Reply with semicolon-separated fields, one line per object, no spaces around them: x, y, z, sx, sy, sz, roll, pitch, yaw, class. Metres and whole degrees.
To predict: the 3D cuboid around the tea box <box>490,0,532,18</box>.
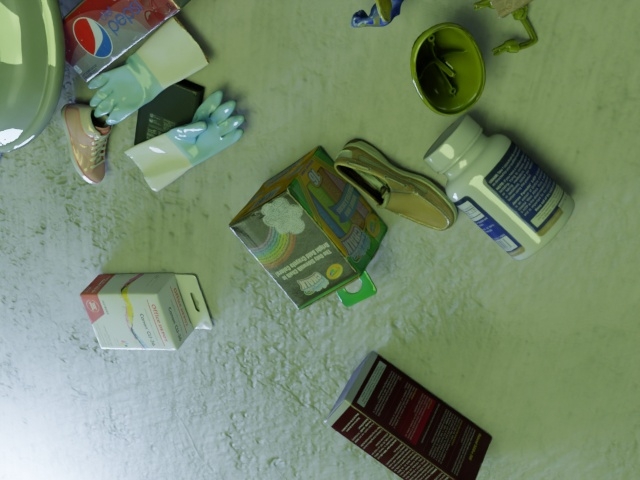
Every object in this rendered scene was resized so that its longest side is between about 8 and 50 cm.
0.280;-0.430;1.076;0.329;0.323;0.220;-27;107;37;tea box

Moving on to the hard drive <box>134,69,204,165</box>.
-0.226;-0.184;1.675;0.094;0.022;0.135;23;129;10;hard drive

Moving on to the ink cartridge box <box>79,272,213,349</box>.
-0.289;0.119;1.880;0.198;0.067;0.115;-3;120;26;ink cartridge box

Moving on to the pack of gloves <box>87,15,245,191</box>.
-0.233;-0.184;1.634;0.232;0.046;0.195;-28;108;36;pack of gloves

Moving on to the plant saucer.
-0.537;-0.310;1.618;0.400;0.100;0.400;15;117;32;plant saucer

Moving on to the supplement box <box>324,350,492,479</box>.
0.139;0.296;1.757;0.239;0.130;0.073;36;129;1;supplement box

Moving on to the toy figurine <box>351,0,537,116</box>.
0.087;-0.347;1.371;0.217;0.191;0.362;35;164;50;toy figurine

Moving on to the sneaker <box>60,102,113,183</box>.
-0.349;-0.149;1.738;0.070;0.051;0.134;0;118;31;sneaker

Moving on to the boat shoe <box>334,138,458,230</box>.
0.100;-0.063;1.569;0.190;0.072;0.068;30;129;4;boat shoe

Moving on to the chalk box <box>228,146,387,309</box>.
0.000;0.000;1.624;0.132;0.132;0.213;-30;107;36;chalk box

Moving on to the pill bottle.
0.230;-0.073;1.477;0.187;0.112;0.112;43;129;-6;pill bottle

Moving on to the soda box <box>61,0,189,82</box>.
-0.266;-0.316;1.529;0.092;0.083;0.263;48;140;-16;soda box
